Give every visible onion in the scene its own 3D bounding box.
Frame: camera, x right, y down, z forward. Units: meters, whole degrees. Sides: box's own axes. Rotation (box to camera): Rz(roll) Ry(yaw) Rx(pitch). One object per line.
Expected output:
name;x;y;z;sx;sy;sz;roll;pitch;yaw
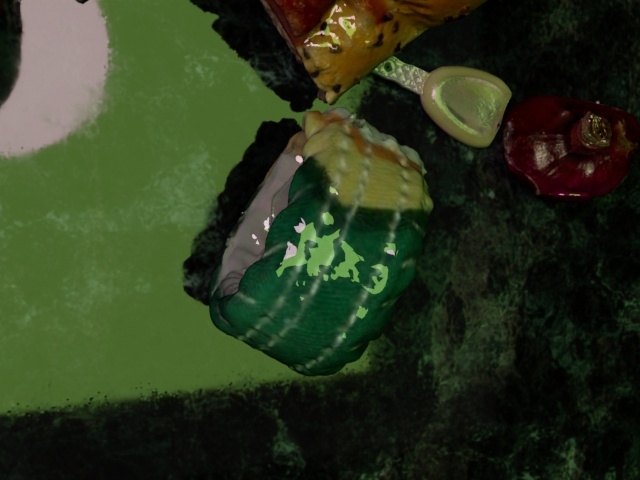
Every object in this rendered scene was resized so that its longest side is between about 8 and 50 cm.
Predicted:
onion;0.313;-0.109;1.184;0.173;0.198;0.135;6;99;3

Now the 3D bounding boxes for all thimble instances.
thimble;0.000;0.000;1.078;0.167;0.254;0.288;28;85;-16

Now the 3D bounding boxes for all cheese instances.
cheese;0.148;-0.191;1.213;0.192;0.037;0.097;22;88;-15

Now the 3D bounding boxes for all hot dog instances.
hot dog;0.074;-0.379;1.029;0.365;0.196;0.367;-33;125;3

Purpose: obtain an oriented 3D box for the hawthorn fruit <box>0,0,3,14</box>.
hawthorn fruit;-0.506;-0.233;0.886;0.402;0.403;0.403;-1;95;-14
